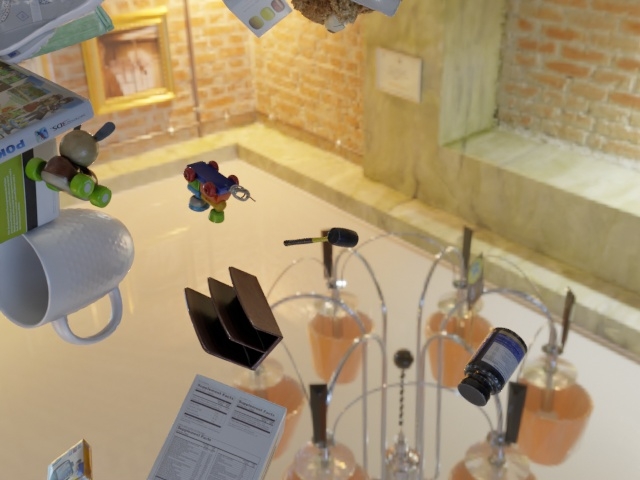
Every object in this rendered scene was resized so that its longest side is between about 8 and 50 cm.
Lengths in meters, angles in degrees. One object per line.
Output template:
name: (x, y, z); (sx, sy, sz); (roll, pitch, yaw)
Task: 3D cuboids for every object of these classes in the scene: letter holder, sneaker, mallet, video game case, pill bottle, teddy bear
letter holder: (-0.278, 0.218, 2.266); (0.214, 0.152, 0.302); (28, -160, -37)
sneaker: (-0.372, -0.349, 0.986); (0.115, 0.281, 0.105); (25, -148, -56)
mallet: (0.000, 0.000, 1.530); (0.062, 0.039, 0.189); (8, 171, -37)
video game case: (-0.561, -0.186, 1.121); (0.329, 0.036, 0.300); (27, -131, 34)
pill bottle: (0.485, 0.360, 2.101); (0.123, 0.123, 0.219); (21, -125, 36)
teddy bear: (0.109, -0.519, 1.543); (0.338, 0.113, 0.245); (-20, -147, 17)

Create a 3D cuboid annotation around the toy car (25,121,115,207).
toy car: (-0.539, -0.192, 1.670); (0.155, 0.188, 0.149); (20, 172, 18)

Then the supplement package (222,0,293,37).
supplement package: (-0.195, -0.694, 2.074); (0.139, 0.134, 0.244); (-36, 170, 10)

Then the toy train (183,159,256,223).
toy train: (-0.275, -0.106, 2.030); (0.248, 0.143, 0.105); (35, -140, 30)

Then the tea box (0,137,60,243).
tea box: (-0.850, -0.144, 1.732); (0.329, 0.220, 0.323); (19, -152, 21)

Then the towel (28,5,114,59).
towel: (-0.600, -0.546, 1.511); (0.248, 0.325, 0.038); (-11, -143, 18)

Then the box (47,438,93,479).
box: (-0.448, 0.412, 1.321); (0.081, 0.028, 0.136); (-37, -155, -6)

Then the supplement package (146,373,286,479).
supplement package: (-0.208, 0.447, 1.482); (0.198, 0.199, 0.263); (20, -118, 6)

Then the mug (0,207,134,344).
mug: (-0.657, 0.096, 1.969); (0.276, 0.374, 0.328); (-17, -175, 37)

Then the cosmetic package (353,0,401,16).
cosmetic package: (0.069, -0.385, 0.888); (0.127, 0.107, 0.238); (23, -137, -2)
